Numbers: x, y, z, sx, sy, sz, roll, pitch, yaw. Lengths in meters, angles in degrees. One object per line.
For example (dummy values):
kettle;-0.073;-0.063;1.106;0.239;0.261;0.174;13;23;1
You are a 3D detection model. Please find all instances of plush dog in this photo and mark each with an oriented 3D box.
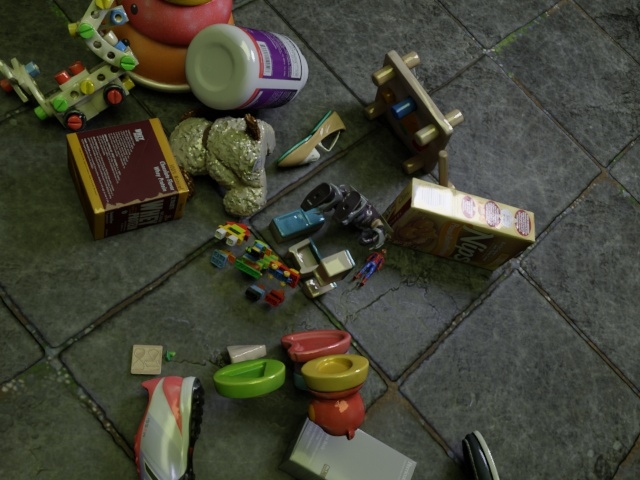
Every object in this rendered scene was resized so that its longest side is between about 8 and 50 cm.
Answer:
plush dog;-0.234;-0.203;1.475;0.226;0.210;0.262;2;62;8

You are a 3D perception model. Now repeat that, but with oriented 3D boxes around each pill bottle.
pill bottle;-0.155;-0.397;1.527;0.181;0.181;0.323;50;26;8

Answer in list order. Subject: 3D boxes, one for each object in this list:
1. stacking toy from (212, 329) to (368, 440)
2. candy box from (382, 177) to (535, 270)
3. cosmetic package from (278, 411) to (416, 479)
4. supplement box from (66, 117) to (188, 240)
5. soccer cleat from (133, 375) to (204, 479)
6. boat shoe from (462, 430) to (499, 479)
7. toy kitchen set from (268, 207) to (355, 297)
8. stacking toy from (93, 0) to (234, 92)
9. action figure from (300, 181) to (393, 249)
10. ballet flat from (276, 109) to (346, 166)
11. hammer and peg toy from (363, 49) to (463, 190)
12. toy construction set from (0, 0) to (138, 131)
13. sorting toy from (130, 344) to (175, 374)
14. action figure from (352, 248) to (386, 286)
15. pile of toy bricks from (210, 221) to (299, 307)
stacking toy;-0.051;0.280;1.260;0.280;0.309;0.130;-8;97;-2
candy box;0.324;-0.032;1.573;0.317;0.183;0.087;15;62;-12
cosmetic package;0.053;0.442;1.293;0.238;0.107;0.127;28;57;-1
supplement box;-0.410;-0.131;1.393;0.194;0.129;0.191;-17;72;-25
soccer cleat;-0.290;0.406;1.201;0.117;0.108;0.318;2;65;4
boat shoe;0.315;0.561;1.321;0.113;0.127;0.339;-10;70;1
toy kitchen set;0.000;0.000;1.452;0.122;0.166;0.207;-22;74;-26
stacking toy;-0.316;-0.593;1.449;0.351;0.480;0.350;8;62;-16
action figure;0.067;-0.066;1.483;0.185;0.285;0.099;37;97;21
ballet flat;-0.013;-0.236;1.619;0.073;0.080;0.232;48;60;-10
hammer and peg toy;0.256;-0.272;1.623;0.127;0.266;0.361;-31;77;-10
toy construction set;-0.530;-0.368;1.409;0.328;0.215;0.151;-25;34;11
sorting toy;-0.332;0.238;1.308;0.083;0.012;0.062;5;59;-14
action figure;0.122;0.059;1.549;0.038;0.030;0.115;38;57;7
pile of toy bricks;-0.132;0.047;1.435;0.212;0.118;0.105;31;29;15
